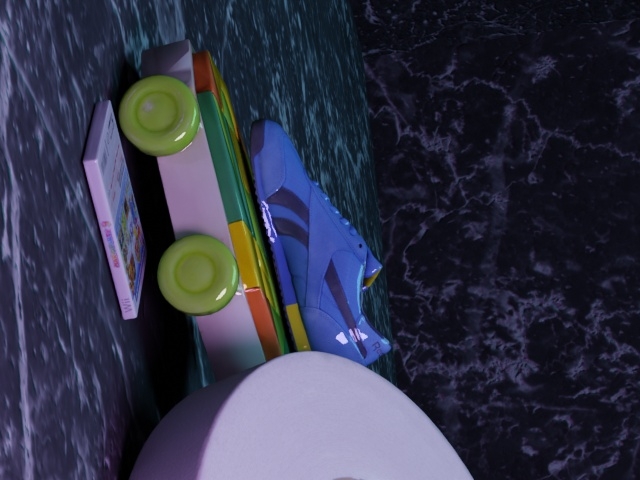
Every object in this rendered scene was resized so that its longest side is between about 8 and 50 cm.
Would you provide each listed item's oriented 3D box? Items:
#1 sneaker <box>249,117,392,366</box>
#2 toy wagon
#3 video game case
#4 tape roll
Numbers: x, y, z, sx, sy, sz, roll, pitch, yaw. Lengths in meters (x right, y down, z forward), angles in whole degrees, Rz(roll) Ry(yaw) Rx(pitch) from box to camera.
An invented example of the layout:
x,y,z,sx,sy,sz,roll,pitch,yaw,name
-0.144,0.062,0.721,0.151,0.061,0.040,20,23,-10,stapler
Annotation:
x,y,z,sx,sy,sz,roll,pitch,yaw,name
0.000,0.000,1.528,0.069,0.082,0.209,57,16,-75,sneaker
-0.070,0.030,1.484,0.267,0.068,0.344,63,12,-76,toy wagon
-0.136,-0.021,1.332,0.087,0.011,0.122,-90,170,-59,video game case
0.019,0.266,1.307,0.392,0.072,0.392,36,42,-41,tape roll
